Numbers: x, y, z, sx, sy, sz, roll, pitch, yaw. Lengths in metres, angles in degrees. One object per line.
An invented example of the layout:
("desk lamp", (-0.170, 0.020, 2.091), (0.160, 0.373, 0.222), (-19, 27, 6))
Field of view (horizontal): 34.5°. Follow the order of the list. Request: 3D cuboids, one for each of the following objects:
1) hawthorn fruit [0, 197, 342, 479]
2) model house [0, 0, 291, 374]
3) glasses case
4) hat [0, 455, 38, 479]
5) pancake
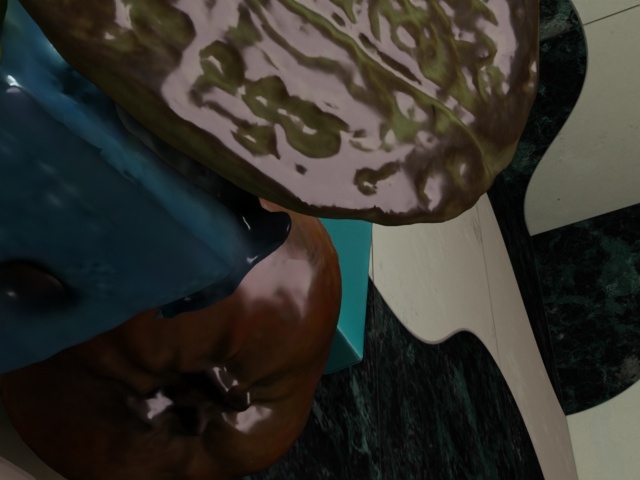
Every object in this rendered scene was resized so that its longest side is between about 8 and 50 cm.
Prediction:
("hawthorn fruit", (-0.098, 0.022, 0.600), (0.199, 0.199, 0.251), (58, -1, -38))
("model house", (-0.184, -0.102, 0.407), (0.303, 0.215, 0.237), (42, 32, -47))
("glasses case", (-0.001, -0.001, 1.086), (0.117, 0.070, 0.301), (55, 25, -27))
("hat", (-0.166, 0.066, 0.265), (0.275, 0.161, 0.232), (36, 22, -36))
("pancake", (0.000, -0.123, 0.384), (0.250, 0.031, 0.250), (11, 70, -33))
